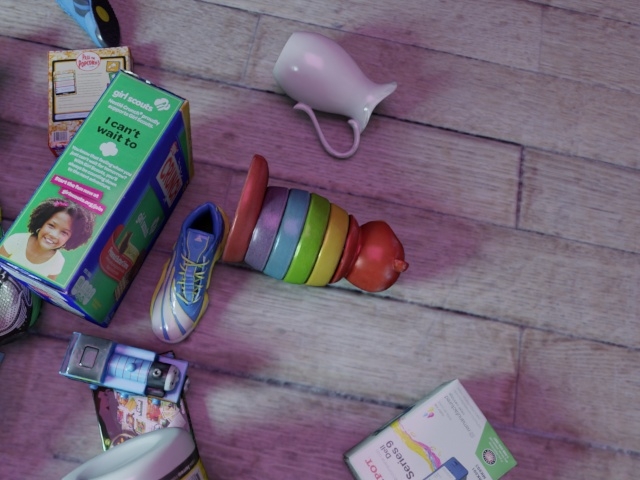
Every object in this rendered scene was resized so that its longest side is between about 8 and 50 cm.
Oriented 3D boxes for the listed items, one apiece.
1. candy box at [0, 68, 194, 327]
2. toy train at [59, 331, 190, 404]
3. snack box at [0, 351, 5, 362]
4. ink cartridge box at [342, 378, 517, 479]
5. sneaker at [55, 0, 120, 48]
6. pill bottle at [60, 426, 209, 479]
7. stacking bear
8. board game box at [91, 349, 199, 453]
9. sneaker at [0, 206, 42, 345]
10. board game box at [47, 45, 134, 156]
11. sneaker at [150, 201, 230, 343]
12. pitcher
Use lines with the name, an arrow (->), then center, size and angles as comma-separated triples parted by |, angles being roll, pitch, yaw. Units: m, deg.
candy box -> -0.315, -0.050, 0.941 | 0.122, 0.268, 0.317 | 24, 71, 0
toy train -> -0.285, 0.191, 0.919 | 0.184, 0.105, 0.080 | 14, 71, 0
snack box -> -0.617, 0.214, 0.929 | 0.207, 0.070, 0.175 | 19, 71, 0
ink cartridge box -> 0.162, 0.336, 0.949 | 0.212, 0.093, 0.154 | -31, 78, -12
sneaker -> -0.448, -0.439, 1.175 | 0.082, 0.069, 0.209 | -27, 83, 20
pill bottle -> -0.201, 0.435, 0.811 | 0.187, 0.188, 0.334 | -21, 91, -12
stacking bear -> 0.000, 0.000, 1.019 | 0.288, 0.175, 0.164 | 17, 69, -7
board game box -> -0.261, 0.313, 0.952 | 0.136, 0.030, 0.260 | -14, 73, -12
sneaker -> -0.552, 0.009, 0.964 | 0.134, 0.146, 0.344 | -28, 77, -14
board game box -> -0.409, -0.252, 1.117 | 0.146, 0.045, 0.194 | -5, 72, -7
sneaker -> -0.215, 0.041, 0.994 | 0.091, 0.126, 0.240 | 15, 70, 0
pitcher -> 0.009, -0.266, 1.131 | 0.207, 0.125, 0.178 | 30, 87, -7
